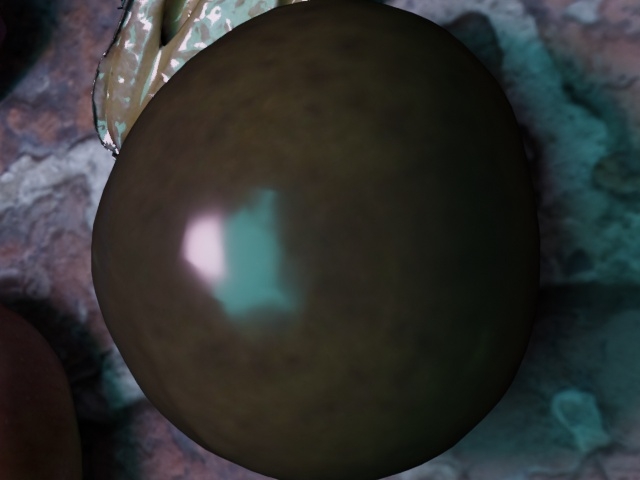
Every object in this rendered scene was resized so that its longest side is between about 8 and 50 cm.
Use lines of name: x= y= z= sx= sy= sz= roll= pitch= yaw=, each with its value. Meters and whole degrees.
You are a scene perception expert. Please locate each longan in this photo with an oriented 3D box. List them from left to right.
longan: x=0.000 y=0.000 z=0.825 sx=0.319 sy=0.319 sz=0.319 roll=3 pitch=96 yaw=29

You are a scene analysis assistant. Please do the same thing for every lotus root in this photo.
lotus root: x=-0.054 y=-0.189 z=0.961 sx=0.167 sy=0.078 sz=0.329 roll=35 pitch=111 yaw=-3

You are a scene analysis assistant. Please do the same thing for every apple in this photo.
apple: x=-0.337 y=0.172 z=1.061 sx=0.305 sy=0.235 sz=0.306 roll=1 pitch=92 yaw=28

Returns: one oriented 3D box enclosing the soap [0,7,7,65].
soap: x=-0.381 y=-0.154 z=1.077 sx=0.112 sy=0.182 sz=0.289 roll=62 pitch=143 yaw=11
